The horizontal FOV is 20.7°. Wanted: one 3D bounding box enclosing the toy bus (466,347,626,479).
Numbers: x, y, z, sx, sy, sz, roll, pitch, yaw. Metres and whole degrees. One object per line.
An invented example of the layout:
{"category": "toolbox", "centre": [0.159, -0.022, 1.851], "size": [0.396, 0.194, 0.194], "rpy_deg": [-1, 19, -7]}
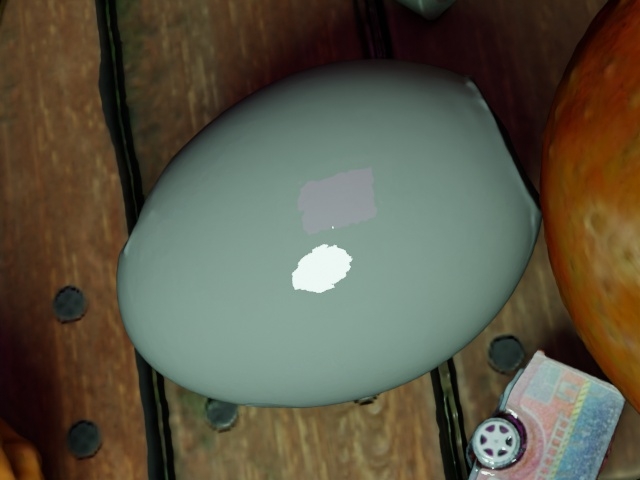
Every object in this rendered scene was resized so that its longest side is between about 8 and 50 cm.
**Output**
{"category": "toy bus", "centre": [0.099, 0.156, 0.925], "size": [0.077, 0.065, 0.192], "rpy_deg": [20, 76, 9]}

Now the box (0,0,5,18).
{"category": "box", "centre": [-0.288, -0.208, 1.110], "size": [0.193, 0.084, 0.301], "rpy_deg": [9, 73, 13]}

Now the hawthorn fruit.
{"category": "hawthorn fruit", "centre": [0.233, -0.030, 0.860], "size": [0.275, 0.275, 0.300], "rpy_deg": [-33, 51, -2]}

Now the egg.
{"category": "egg", "centre": [0.000, 0.000, 0.937], "size": [0.232, 0.176, 0.176], "rpy_deg": [-22, 69, 12]}

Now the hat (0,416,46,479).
{"category": "hat", "centre": [-0.338, 0.100, 0.924], "size": [0.285, 0.285, 0.400], "rpy_deg": [-40, 66, -4]}

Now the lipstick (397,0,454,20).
{"category": "lipstick", "centre": [0.010, -0.209, 1.072], "size": [0.186, 0.057, 0.063], "rpy_deg": [36, 81, 22]}
